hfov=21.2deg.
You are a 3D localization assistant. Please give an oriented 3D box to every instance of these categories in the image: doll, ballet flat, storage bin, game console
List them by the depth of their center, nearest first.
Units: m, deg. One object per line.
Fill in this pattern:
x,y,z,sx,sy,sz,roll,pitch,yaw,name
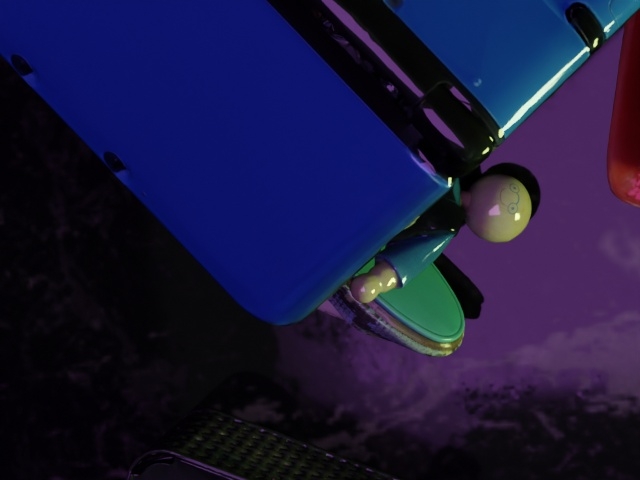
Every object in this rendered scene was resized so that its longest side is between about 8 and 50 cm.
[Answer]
-0.020,-0.151,0.796,0.250,0.173,0.293,-44,91,-15,game console
0.023,-0.028,0.900,0.189,0.129,0.046,11,151,-19,doll
0.000,0.000,0.945,0.070,0.070,0.188,-43,87,18,ballet flat
-0.024,0.185,0.971,0.180,0.084,0.122,19,106,9,storage bin

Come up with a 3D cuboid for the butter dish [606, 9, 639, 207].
0.219,-0.059,0.828,0.160,0.118,0.159,10,119,12,butter dish
